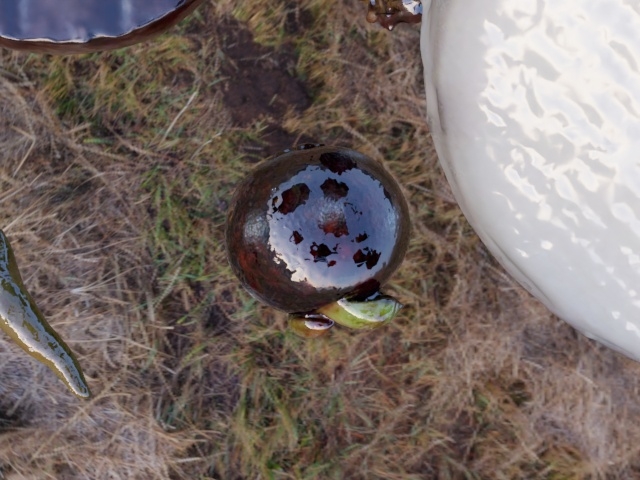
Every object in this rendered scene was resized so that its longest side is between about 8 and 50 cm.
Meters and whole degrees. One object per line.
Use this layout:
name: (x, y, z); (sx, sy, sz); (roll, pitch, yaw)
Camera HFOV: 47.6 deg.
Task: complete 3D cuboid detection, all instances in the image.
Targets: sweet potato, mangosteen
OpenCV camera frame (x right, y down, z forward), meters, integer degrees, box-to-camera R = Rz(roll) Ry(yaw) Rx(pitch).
sweet potato: (-0.366, 0.102, 0.903); (0.250, 0.059, 0.069); (60, 24, -5)
mangosteen: (0.000, 0.000, 1.064); (0.287, 0.288, 0.288); (5, 81, -30)

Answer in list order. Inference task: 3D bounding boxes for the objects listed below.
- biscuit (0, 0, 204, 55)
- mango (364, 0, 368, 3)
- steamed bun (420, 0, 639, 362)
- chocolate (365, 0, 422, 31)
biscuit: (-0.246, -0.371, 0.650); (0.406, 0.091, 0.408); (-1, 94, -11)
mango: (0.105, -0.440, 1.087); (0.211, 0.317, 0.173); (34, 104, -21)
steamed bun: (0.251, -0.111, 0.425); (0.375, 0.374, 0.241); (57, 36, -11)
chocolate: (0.094, -0.297, 0.738); (0.206, 0.224, 0.177); (34, 60, -9)
